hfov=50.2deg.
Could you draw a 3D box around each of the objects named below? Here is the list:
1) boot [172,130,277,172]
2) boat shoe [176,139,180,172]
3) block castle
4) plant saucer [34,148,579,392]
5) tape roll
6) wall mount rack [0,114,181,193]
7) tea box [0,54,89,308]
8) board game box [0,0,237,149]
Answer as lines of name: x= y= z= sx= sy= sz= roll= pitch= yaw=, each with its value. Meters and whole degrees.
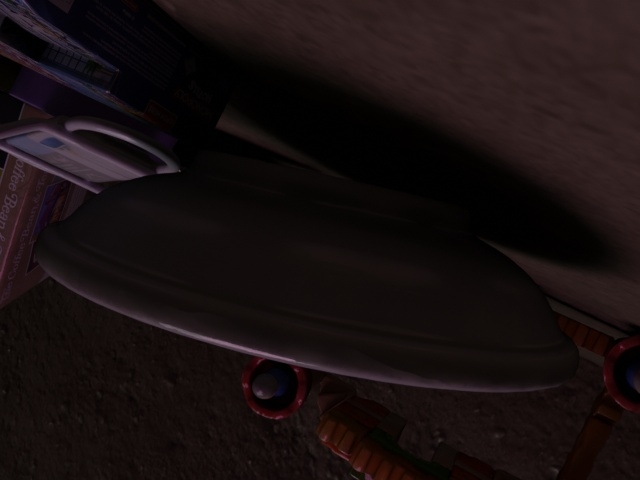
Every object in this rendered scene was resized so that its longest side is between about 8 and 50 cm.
boot: x=-0.077 y=-0.019 z=0.883 sx=0.246 sy=0.094 sz=0.207 roll=39 pitch=165 yaw=38
boat shoe: x=-0.186 y=-0.123 z=0.992 sx=0.189 sy=0.072 sz=0.068 roll=26 pitch=178 yaw=25
block castle: x=0.152 y=0.165 z=0.826 sx=0.453 sy=0.303 sz=0.213 roll=26 pitch=-175 yaw=16
plant saucer: x=0.000 y=0.000 z=0.525 sx=0.400 sy=0.101 sz=0.400 roll=12 pitch=-175 yaw=-1
tape roll: x=-0.256 y=-0.160 z=0.804 sx=0.188 sy=0.080 sz=0.189 roll=27 pitch=178 yaw=1
wall mount rack: x=-0.313 y=-0.064 z=0.708 sx=0.304 sy=0.131 sz=0.350 roll=25 pitch=166 yaw=-37
tea box: x=-0.529 y=-0.124 z=1.017 sx=0.323 sy=0.329 sz=0.220 roll=27 pitch=-161 yaw=1
board game box: x=-0.182 y=-0.144 z=0.427 sx=0.194 sy=0.060 sz=0.194 roll=25 pitch=178 yaw=27
